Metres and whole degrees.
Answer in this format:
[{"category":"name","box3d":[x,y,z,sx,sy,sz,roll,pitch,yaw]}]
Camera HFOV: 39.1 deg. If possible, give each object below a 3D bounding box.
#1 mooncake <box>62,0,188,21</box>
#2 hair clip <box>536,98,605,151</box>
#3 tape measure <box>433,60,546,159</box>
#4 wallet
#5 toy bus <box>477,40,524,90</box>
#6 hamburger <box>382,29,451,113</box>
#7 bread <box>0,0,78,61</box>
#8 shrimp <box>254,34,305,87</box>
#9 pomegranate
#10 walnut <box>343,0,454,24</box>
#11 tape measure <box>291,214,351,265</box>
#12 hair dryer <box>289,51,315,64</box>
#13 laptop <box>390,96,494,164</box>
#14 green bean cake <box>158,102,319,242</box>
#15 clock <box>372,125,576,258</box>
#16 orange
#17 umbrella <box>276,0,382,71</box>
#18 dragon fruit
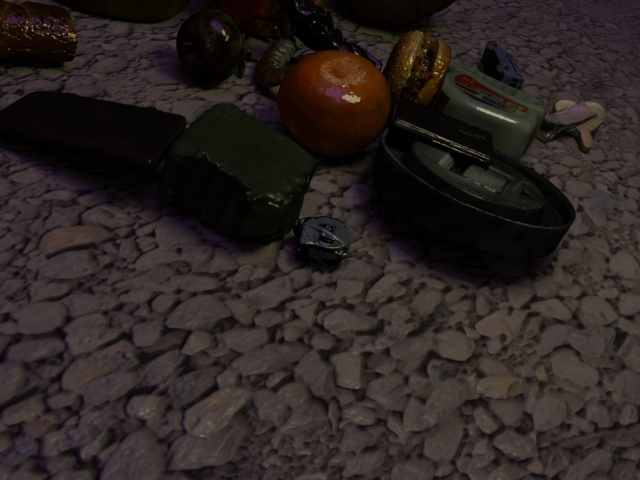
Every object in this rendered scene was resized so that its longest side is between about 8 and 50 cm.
[{"category":"mooncake","box3d":[-0.448,-0.652,1.972,0.378,0.201,0.378,14,37,-10]},{"category":"hair clip","box3d":[0.585,-0.273,2.085,0.218,0.071,0.159,-19,57,-33]},{"category":"tape measure","box3d":[0.340,-0.266,1.914,0.243,0.125,0.246,26,33,14]},{"category":"wallet","box3d":[-0.385,-0.186,1.495,0.309,0.042,0.165,12,34,13]},{"category":"toy bus","box3d":[0.440,-0.417,2.197,0.076,0.073,0.167,8,40,-13]},{"category":"hamburger","box3d":[0.191,-0.348,1.862,0.118,0.182,0.191,26,70,-10]},{"category":"bread","box3d":[-0.550,-0.387,1.667,0.172,0.103,0.132,-4,46,-33]},{"category":"shrimp","box3d":[-0.063,-0.376,1.851,0.166,0.049,0.161,0,47,47]},{"category":"pomegranate","box3d":[-0.212,-0.382,1.810,0.148,0.148,0.169,43,5,28]},{"category":"walnut","box3d":[0.196,-0.708,2.262,0.354,0.308,0.398,-17,40,6]},{"category":"tape measure","box3d":[0.002,0.000,1.476,0.094,0.054,0.091,6,45,-15]},{"category":"hair dryer","box3d":[-0.004,-0.417,2.013,0.154,0.054,0.106,-20,47,-36]},{"category":"laptop","box3d":[0.236,-0.213,1.732,0.207,0.026,0.154,21,25,-1]},{"category":"green bean cake","box3d":[-0.130,-0.107,1.494,0.227,0.125,0.222,27,35,6]},{"category":"clock","box3d":[0.277,-0.095,1.655,0.386,0.076,0.386,17,26,-9]},{"category":"orange","box3d":[0.024,-0.259,1.721,0.224,0.170,0.224,8,47,-9]},{"category":"umbrella","box3d":[-0.005,-0.433,1.890,0.340,0.118,0.118,43,33,-17]},{"category":"dragon fruit","box3d":[-0.106,-0.599,2.026,0.291,0.269,0.250,-7,54,-27]}]
